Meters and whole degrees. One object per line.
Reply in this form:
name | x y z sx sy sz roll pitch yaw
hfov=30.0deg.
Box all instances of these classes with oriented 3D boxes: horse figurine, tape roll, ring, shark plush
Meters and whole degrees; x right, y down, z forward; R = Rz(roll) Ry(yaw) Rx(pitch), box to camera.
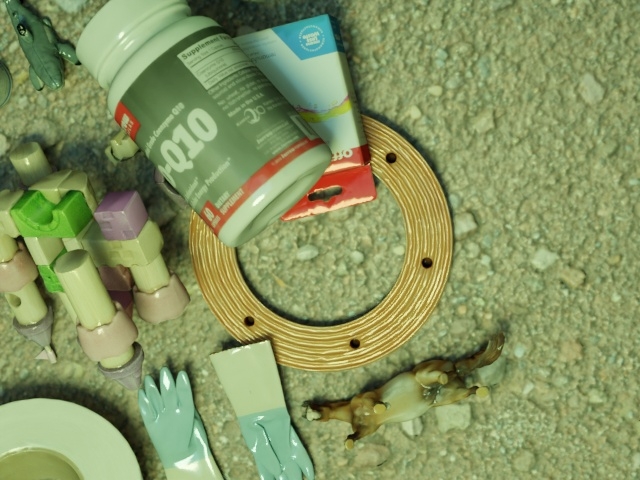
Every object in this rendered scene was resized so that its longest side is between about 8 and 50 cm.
horse figurine | 0.109 0.190 1.469 0.263 0.174 0.066 -23 90 -4
tape roll | -0.357 0.343 1.483 0.286 0.100 0.286 0 57 0
ring | 0.000 0.000 1.510 0.336 0.032 0.337 1 96 7
shark plush | -0.359 -0.263 1.503 0.073 0.067 0.161 -19 94 9

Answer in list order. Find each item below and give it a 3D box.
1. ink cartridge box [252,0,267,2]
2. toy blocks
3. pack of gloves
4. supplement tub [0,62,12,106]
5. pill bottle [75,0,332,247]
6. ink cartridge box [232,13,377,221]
ink cartridge box | -0.159 -0.360 1.357 0.211 0.289 0.122 21 102 4
toy blocks | -0.281 0.046 1.469 0.288 0.309 0.260 0 129 27
pack of gloves | -0.121 0.249 1.558 0.195 0.046 0.232 -15 105 9
supplement tub | -0.438 -0.196 1.501 0.071 0.107 0.071 1 97 7
pill bottle | -0.135 -0.146 1.339 0.161 0.161 0.283 -43 84 10
ink cartridge box | -0.021 -0.143 1.441 0.134 0.078 0.231 -14 95 10
